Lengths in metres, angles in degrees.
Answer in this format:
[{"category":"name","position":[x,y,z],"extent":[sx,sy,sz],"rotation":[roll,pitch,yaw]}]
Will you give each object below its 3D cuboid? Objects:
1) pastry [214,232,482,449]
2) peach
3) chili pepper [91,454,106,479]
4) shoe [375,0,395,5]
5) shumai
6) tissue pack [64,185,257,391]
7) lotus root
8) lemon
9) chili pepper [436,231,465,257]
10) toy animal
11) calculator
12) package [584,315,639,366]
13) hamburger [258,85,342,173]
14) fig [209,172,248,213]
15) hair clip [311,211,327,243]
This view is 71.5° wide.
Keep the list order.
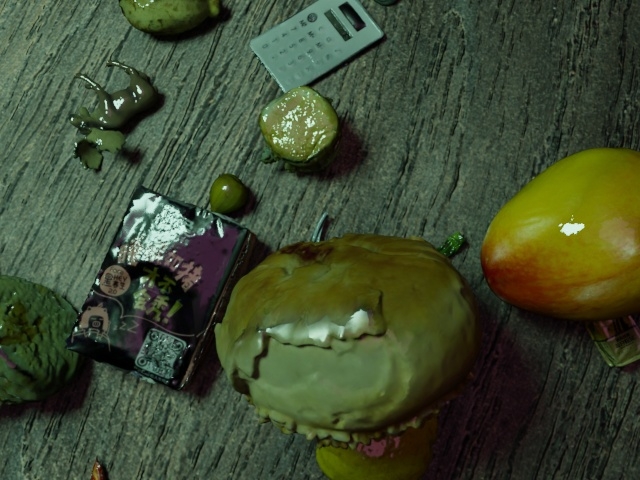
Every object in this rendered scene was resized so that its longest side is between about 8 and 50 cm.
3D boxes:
[{"category":"pastry","position":[0.043,0.141,0.702],"extent":[0.410,0.409,0.244],"rotation":[-11,108,0]},{"category":"peach","position":[0.437,0.008,0.749],"extent":[0.289,0.289,0.308],"rotation":[42,101,8]},{"category":"chili pepper","position":[-0.404,0.485,0.813],"extent":[0.045,0.027,0.178],"rotation":[-10,80,-4]},{"category":"shoe","position":[0.090,-0.590,0.959],"extent":[0.195,0.078,0.079],"rotation":[38,84,4]},{"category":"shumai","position":[-0.587,0.202,0.814],"extent":[0.218,0.189,0.256],"rotation":[-40,98,13]},{"category":"tissue pack","position":[-0.286,0.087,0.835],"extent":[0.245,0.123,0.332],"rotation":[22,85,0]},{"category":"lotus root","position":[-0.315,-0.507,0.938],"extent":[0.214,0.138,0.138],"rotation":[-5,80,-10]},{"category":"lemon","position":[0.095,0.336,0.754],"extent":[0.208,0.170,0.169],"rotation":[-3,80,1]},{"category":"chili pepper","position":[0.248,0.016,0.876],"extent":[0.091,0.034,0.030],"rotation":[-32,48,-3]},{"category":"toy animal","position":[-0.429,-0.262,0.911],"extent":[0.214,0.094,0.186],"rotation":[-31,89,-12]},{"category":"calculator","position":[-0.006,-0.433,0.963],"extent":[0.262,0.021,0.161],"rotation":[-34,81,-4]},{"category":"package","position":[0.544,0.164,0.829],"extent":[0.071,0.047,0.131],"rotation":[-27,79,0]},{"category":"hamburger","position":[-0.041,-0.205,0.875],"extent":[0.185,0.131,0.159],"rotation":[-32,89,3]},{"category":"fig","position":[-0.187,-0.088,0.885],"extent":[0.074,0.074,0.088],"rotation":[38,99,7]},{"category":"hair clip","position":[0.000,0.000,0.885],"extent":[0.039,0.030,0.114],"rotation":[17,83,-15]}]
